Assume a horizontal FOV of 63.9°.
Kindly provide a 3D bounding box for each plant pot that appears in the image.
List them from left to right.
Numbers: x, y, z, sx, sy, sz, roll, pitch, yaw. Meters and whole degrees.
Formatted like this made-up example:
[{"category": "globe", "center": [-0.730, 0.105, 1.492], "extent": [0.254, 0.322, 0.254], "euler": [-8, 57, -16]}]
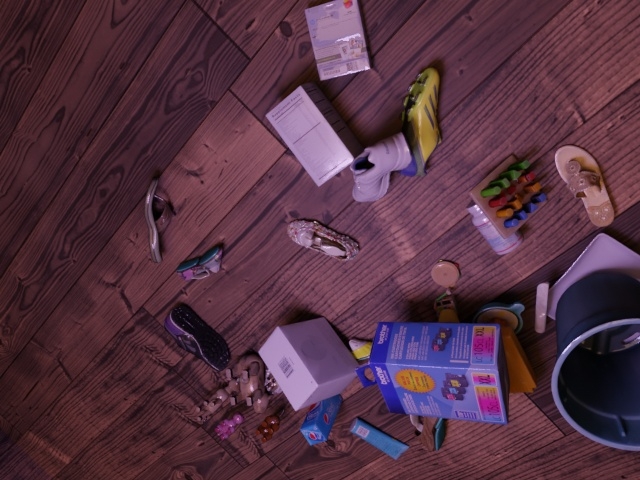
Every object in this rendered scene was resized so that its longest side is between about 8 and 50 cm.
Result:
[{"category": "plant pot", "center": [0.729, 0.260, 1.250], "extent": [0.342, 0.334, 0.340], "euler": [6, 112, 15]}]

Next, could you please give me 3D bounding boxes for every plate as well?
[{"category": "plate", "center": [0.787, 0.148, 1.398], "extent": [0.278, 0.045, 0.277], "euler": [32, 116, 4]}]

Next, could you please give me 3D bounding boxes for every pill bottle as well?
[{"category": "pill bottle", "center": [0.472, -0.046, 1.399], "extent": [0.087, 0.087, 0.160], "euler": [-36, 96, 26]}]

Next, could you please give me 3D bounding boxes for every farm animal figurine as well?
[{"category": "farm animal figurine", "center": [-0.263, 0.547, 1.840], "extent": [0.331, 0.172, 0.326], "euler": [13, 102, 21]}]

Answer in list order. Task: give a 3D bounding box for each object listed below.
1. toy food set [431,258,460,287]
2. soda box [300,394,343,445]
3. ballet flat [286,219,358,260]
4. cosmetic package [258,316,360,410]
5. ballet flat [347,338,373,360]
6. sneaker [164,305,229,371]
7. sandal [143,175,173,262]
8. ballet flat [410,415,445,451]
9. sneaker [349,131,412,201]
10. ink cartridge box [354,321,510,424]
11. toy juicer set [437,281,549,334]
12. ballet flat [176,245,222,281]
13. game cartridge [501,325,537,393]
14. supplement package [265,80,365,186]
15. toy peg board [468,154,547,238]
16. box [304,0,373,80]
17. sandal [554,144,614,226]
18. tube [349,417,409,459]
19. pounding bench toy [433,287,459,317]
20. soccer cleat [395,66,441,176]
[{"category": "toy food set", "center": [0.372, 0.098, 1.525], "extent": [0.083, 0.020, 0.082], "euler": [28, 116, 6]}, {"category": "soda box", "center": [0.006, 0.583, 1.730], "extent": [0.067, 0.210, 0.071], "euler": [-28, 101, 25]}, {"category": "ballet flat", "center": [0.000, 0.000, 1.575], "extent": [0.241, 0.077, 0.091], "euler": [17, 116, 11]}, {"category": "cosmetic package", "center": [-0.031, 0.379, 1.612], "extent": [0.224, 0.225, 0.138], "euler": [52, 122, 27]}, {"category": "ballet flat", "center": [0.099, 0.369, 1.697], "extent": [0.231, 0.077, 0.077], "euler": [-28, 84, 27]}, {"category": "sneaker", "center": [-0.451, 0.367, 1.869], "extent": [0.283, 0.107, 0.124], "euler": [49, 131, -1]}, {"category": "sandal", "center": [-0.535, -0.071, 1.715], "extent": [0.087, 0.120, 0.302], "euler": [-3, 115, -11]}, {"category": "ballet flat", "center": [0.347, 0.551, 1.640], "extent": [0.124, 0.116, 0.342], "euler": [22, 140, 25]}, {"category": "sneaker", "center": [0.130, -0.189, 1.375], "extent": [0.297, 0.130, 0.110], "euler": [120, 134, -62]}, {"category": "ink cartridge box", "center": [0.303, 0.361, 1.419], "extent": [0.396, 0.151, 0.269], "euler": [-2, 132, 26]}, {"category": "toy juicer set", "center": [0.516, 0.253, 1.458], "extent": [0.329, 0.089, 0.209], "euler": [-22, 121, 26]}, {"category": "ballet flat", "center": [-0.394, 0.085, 1.746], "extent": [0.222, 0.076, 0.079], "euler": [-24, 120, 29]}, {"category": "game cartridge", "center": [0.438, 0.363, 1.508], "extent": [0.324, 0.052, 0.285], "euler": [-11, 130, 34]}, {"category": "supplement package", "center": [-0.010, -0.298, 1.426], "extent": [0.139, 0.134, 0.244], "euler": [-33, 98, 26]}, {"category": "toy peg board", "center": [0.501, -0.116, 1.322], "extent": [0.161, 0.079, 0.160], "euler": [-40, 96, -10]}, {"category": "box", "center": [0.049, -0.536, 1.367], "extent": [0.145, 0.038, 0.186], "euler": [-8, 109, 20]}, {"category": "sandal", "center": [0.680, -0.134, 1.301], "extent": [0.088, 0.079, 0.240], "euler": [-29, 100, 25]}, {"category": "tube", "center": [0.203, 0.699, 1.808], "extent": [0.207, 0.052, 0.080], "euler": [32, 122, -2]}, {"category": "pounding bench toy", "center": [0.371, 0.187, 1.543], "extent": [0.065, 0.052, 0.083], "euler": [-17, 105, 23]}, {"category": "soccer cleat", "center": [0.274, -0.310, 1.371], "extent": [0.121, 0.093, 0.288], "euler": [8, 112, -13]}]
